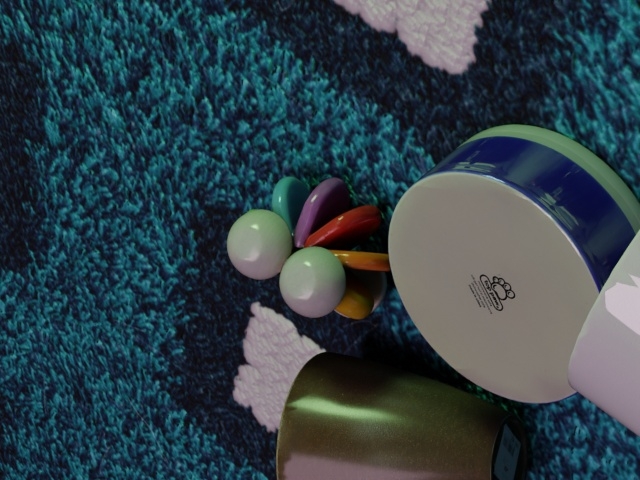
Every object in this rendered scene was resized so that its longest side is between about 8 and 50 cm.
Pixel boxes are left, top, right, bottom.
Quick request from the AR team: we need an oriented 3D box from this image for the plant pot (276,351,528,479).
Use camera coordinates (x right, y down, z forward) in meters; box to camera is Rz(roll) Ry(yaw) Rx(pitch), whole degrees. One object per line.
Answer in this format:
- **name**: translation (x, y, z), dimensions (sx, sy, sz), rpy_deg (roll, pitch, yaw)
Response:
- **plant pot**: translation (0.103, 0.235, 1.931), dimensions (0.230, 0.215, 0.215), rpy_deg (1, 119, 28)

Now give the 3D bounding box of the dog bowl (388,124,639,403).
- **dog bowl**: translation (0.199, 0.025, 1.731), dimensions (0.265, 0.104, 0.265), rpy_deg (26, 134, 30)

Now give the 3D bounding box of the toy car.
- **toy car**: translation (0.000, 0.000, 1.905), dimensions (0.182, 0.159, 0.136), rpy_deg (35, 103, 23)

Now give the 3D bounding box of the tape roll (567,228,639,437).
- **tape roll**: translation (0.330, 0.037, 1.464), dimensions (0.100, 0.286, 0.286), rpy_deg (35, 138, 21)
